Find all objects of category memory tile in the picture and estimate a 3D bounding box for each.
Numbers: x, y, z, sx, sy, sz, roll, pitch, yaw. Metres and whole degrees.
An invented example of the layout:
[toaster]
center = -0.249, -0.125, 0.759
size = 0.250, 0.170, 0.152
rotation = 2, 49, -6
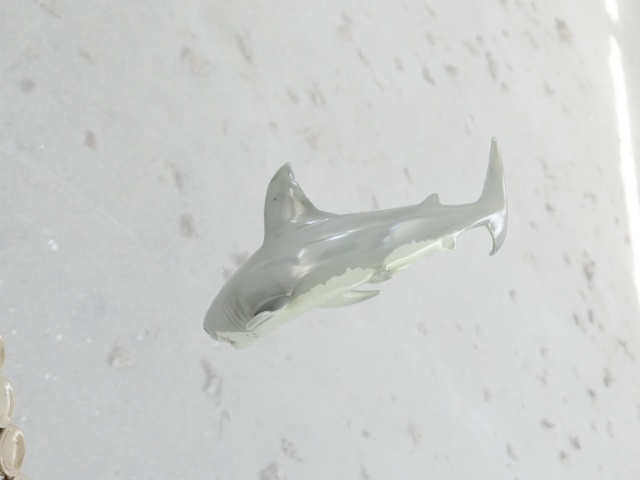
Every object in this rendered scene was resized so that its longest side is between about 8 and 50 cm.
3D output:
[memory tile]
center = -0.232, 0.137, 0.579
size = 0.113, 0.012, 0.148
rotation = -43, 126, -78

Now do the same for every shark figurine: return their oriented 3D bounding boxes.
[shark figurine]
center = 0.020, -0.012, 0.640
size = 0.166, 0.278, 0.116
rotation = 54, 12, -80
